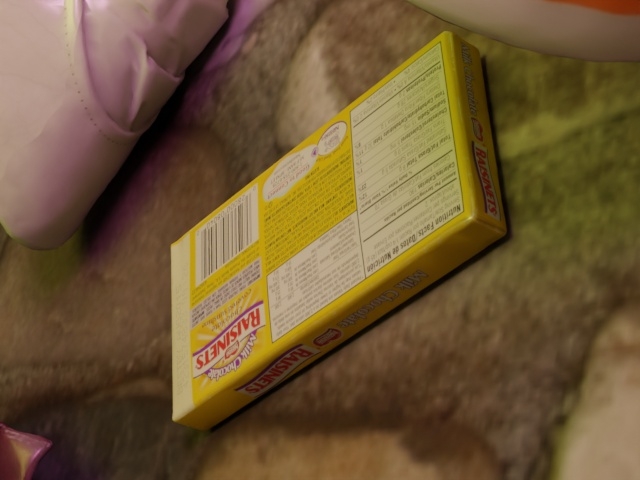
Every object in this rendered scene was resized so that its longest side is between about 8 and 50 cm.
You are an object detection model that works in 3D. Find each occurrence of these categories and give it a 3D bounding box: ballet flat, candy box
[{"bbox_3d":[-0.104,-0.191,0.927,0.139,0.139,0.400,0,81,53],"label":"ballet flat"},{"bbox_3d":[0.000,0.000,0.766,0.206,0.027,0.105,-35,47,37],"label":"candy box"}]

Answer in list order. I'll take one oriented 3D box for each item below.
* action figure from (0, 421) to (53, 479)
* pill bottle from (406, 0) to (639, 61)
[{"bbox_3d":[-0.244,0.247,0.865,0.275,0.248,0.370,18,99,14],"label":"action figure"},{"bbox_3d":[0.122,-0.259,0.459,0.392,0.224,0.224,110,159,-48],"label":"pill bottle"}]
